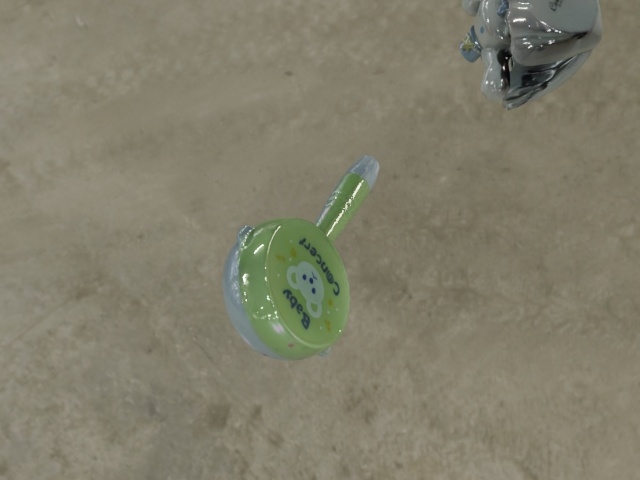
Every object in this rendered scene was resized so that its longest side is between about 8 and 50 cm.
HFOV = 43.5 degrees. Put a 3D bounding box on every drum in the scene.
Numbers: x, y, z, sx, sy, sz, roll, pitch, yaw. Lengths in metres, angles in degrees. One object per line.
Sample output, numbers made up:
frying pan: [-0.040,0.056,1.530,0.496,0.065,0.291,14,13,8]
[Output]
drum: [-0.012,-0.013,0.692,0.049,0.130,0.253,-18,41,35]

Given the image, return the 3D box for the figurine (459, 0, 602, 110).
figurine: [0.115,-0.119,0.464,0.086,0.082,0.094,-12,53,63]
